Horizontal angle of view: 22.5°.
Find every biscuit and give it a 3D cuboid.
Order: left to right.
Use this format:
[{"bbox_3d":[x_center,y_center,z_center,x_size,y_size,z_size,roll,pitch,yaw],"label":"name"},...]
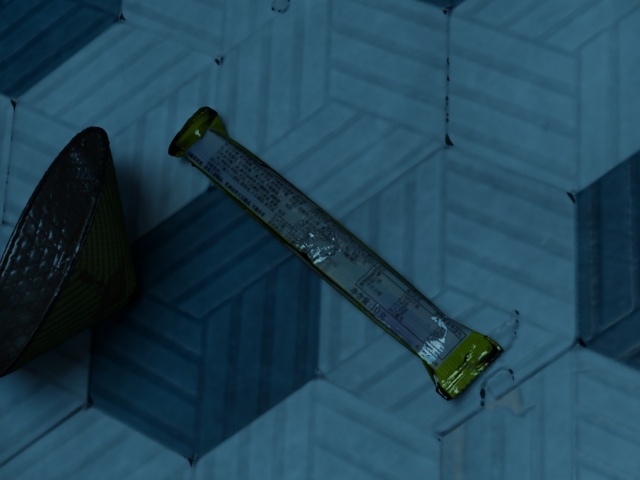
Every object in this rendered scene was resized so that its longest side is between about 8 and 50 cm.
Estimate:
[{"bbox_3d":[0.000,0.000,1.070,0.048,0.026,0.292,-48,60,-1],"label":"biscuit"}]

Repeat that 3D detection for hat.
[{"bbox_3d":[-0.162,0.023,1.113,0.193,0.082,0.193,-47,29,36],"label":"hat"}]
